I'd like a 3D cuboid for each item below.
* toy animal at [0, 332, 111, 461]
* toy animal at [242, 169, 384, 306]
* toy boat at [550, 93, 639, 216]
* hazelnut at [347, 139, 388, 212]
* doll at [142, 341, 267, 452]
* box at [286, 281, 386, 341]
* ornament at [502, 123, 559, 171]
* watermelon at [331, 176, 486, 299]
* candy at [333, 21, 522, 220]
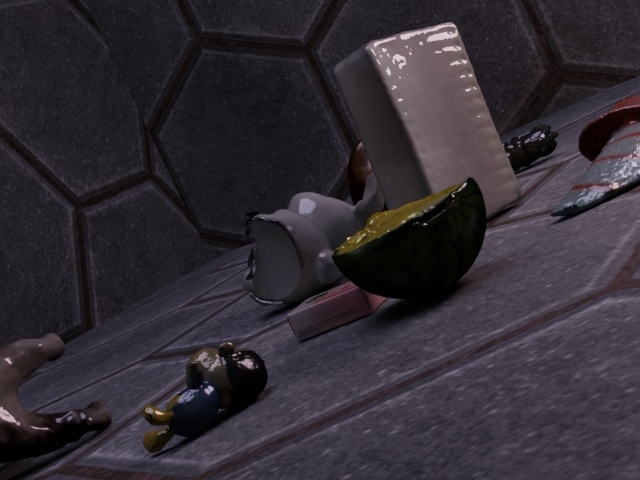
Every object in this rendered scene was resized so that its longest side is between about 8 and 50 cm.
[{"bbox_3d":[-0.528,0.273,1.647,0.344,0.194,0.302,-29,-4,41],"label":"toy animal"},{"bbox_3d":[-0.006,-0.002,2.082,0.247,0.183,0.310,-16,5,38],"label":"toy animal"},{"bbox_3d":[0.435,-0.116,1.632,0.206,0.096,0.282,0,31,44],"label":"toy boat"},{"bbox_3d":[0.176,-0.138,2.560,0.229,0.229,0.229,-25,5,2],"label":"hazelnut"},{"bbox_3d":[-0.137,0.177,1.334,0.179,0.102,0.089,-24,46,-33],"label":"doll"},{"bbox_3d":[0.025,0.094,1.608,0.125,0.043,0.089,-23,5,22],"label":"box"},{"bbox_3d":[0.395,-0.165,2.344,0.202,0.080,0.236,-27,1,22],"label":"ornament"},{"bbox_3d":[0.130,0.009,1.467,0.204,0.127,0.232,-29,4,-39],"label":"watermelon"},{"bbox_3d":[0.179,-0.177,1.921,0.208,0.359,0.145,-24,3,-34],"label":"candy"}]
